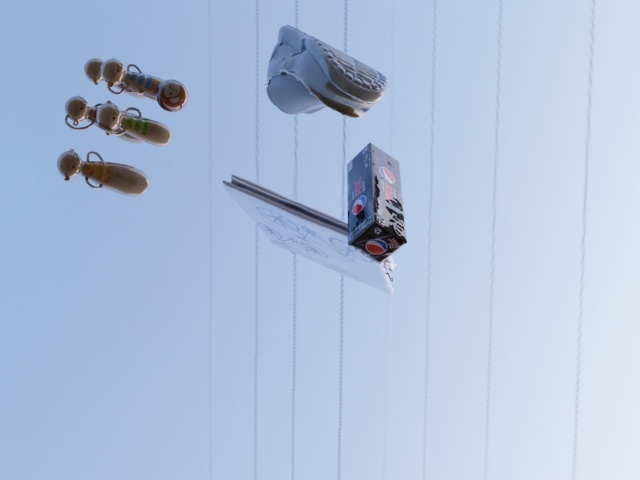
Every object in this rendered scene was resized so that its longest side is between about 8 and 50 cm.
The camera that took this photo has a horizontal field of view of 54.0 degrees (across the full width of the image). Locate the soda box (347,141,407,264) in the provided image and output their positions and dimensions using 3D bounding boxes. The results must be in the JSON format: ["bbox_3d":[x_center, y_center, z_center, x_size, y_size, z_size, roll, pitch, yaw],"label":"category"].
[{"bbox_3d":[0.073,-0.053,0.842,0.060,0.053,0.168,30,-141,-25],"label":"soda box"}]

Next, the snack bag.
[{"bbox_3d":[0.000,0.000,1.231,0.323,0.342,0.037,22,-103,19],"label":"snack bag"}]

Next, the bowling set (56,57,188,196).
[{"bbox_3d":[-0.333,-0.239,1.068,0.154,0.200,0.286,16,-127,-37],"label":"bowling set"}]

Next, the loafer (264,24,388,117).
[{"bbox_3d":[-0.004,-0.171,0.693,0.094,0.251,0.087,22,-74,-23],"label":"loafer"}]
